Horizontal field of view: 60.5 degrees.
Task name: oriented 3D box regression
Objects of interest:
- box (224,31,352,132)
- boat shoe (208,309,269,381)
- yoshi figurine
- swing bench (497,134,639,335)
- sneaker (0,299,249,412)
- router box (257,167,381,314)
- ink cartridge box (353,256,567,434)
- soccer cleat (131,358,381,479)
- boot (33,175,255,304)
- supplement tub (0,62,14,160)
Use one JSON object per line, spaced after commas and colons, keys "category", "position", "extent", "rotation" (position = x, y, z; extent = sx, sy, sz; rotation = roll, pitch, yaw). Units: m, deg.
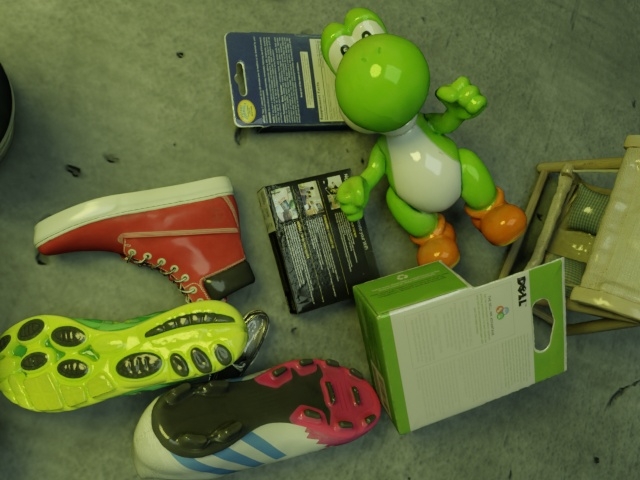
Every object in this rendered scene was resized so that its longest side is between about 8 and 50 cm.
{"category": "box", "position": [-0.023, -0.226, 0.786], "extent": [0.225, 0.036, 0.136], "rotation": [-6, 87, -21]}
{"category": "boat shoe", "position": [-0.105, 0.149, 0.721], "extent": [0.046, 0.038, 0.125], "rotation": [36, 75, -12]}
{"category": "yoshi figurine", "position": [0.117, -0.118, 0.702], "extent": [0.203, 0.203, 0.362], "rotation": [-45, 111, -24]}
{"category": "swing bench", "position": [0.420, 0.002, 0.798], "extent": [0.165, 0.255, 0.253], "rotation": [29, 76, -14]}
{"category": "sneaker", "position": [-0.228, 0.138, 0.644], "extent": [0.296, 0.123, 0.109], "rotation": [-5, 74, -1]}
{"category": "router box", "position": [0.000, 0.000, 0.767], "extent": [0.133, 0.046, 0.178], "rotation": [-15, 89, -20]}
{"category": "ink cartridge box", "position": [0.193, 0.123, 0.741], "extent": [0.255, 0.097, 0.188], "rotation": [-16, 113, -10]}
{"category": "soccer cleat", "position": [-0.076, 0.228, 0.698], "extent": [0.331, 0.143, 0.116], "rotation": [7, 48, -37]}
{"category": "boot", "position": [-0.207, 0.029, 0.677], "extent": [0.244, 0.088, 0.176], "rotation": [-14, 91, -23]}
{"category": "supplement tub", "position": [-0.413, -0.156, 0.524], "extent": [0.191, 0.272, 0.191], "rotation": [2, 84, -19]}
